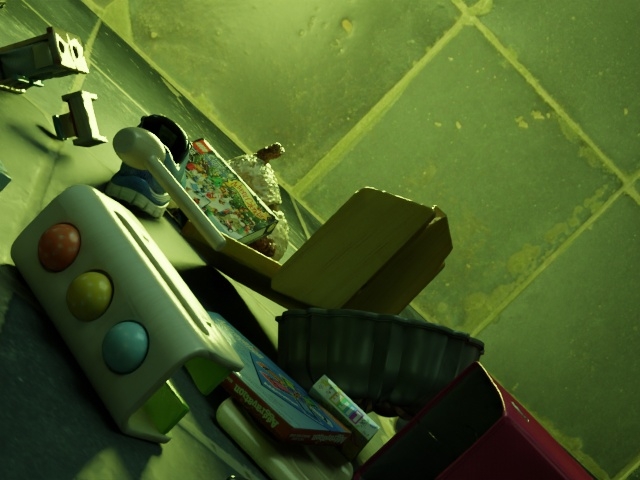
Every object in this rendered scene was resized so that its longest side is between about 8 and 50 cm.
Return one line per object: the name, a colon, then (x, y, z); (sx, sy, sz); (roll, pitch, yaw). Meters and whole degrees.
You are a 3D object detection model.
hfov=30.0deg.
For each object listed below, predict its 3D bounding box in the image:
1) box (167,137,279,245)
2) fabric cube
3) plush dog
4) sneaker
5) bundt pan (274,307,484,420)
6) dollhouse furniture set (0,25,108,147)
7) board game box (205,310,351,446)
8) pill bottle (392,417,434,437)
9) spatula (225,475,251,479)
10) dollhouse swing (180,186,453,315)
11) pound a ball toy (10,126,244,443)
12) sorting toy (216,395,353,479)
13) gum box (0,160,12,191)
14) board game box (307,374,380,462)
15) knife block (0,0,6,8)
box: (-0.211, -0.081, 2.234); (0.233, 0.044, 0.159); (47, 44, 16)
fabric cube: (0.227, 0.365, 1.627); (0.258, 0.259, 0.254); (45, 6, -7)
plush dog: (-0.134, -0.057, 2.416); (0.262, 0.210, 0.225); (-24, 92, -83)
sneaker: (-0.269, -0.136, 2.045); (0.129, 0.147, 0.330); (27, 8, -7)
bundt pan: (0.083, 0.200, 1.841); (0.331, 0.124, 0.331); (9, -14, 2)
dollhouse furniture set: (-0.448, -0.234, 1.939); (0.129, 0.129, 0.184); (-7, 82, -80)
board game box: (-0.096, 0.174, 1.570); (0.281, 0.027, 0.145); (38, 12, 32)
pill bottle: (0.204, 0.367, 2.159); (0.094, 0.094, 0.169); (40, 8, -37)
spatula: (-0.019, 0.314, 1.389); (0.030, 0.084, 0.296); (-5, -22, 38)
dollhouse swing: (0.000, 0.000, 1.998); (0.305, 0.315, 0.347); (43, -5, 18)
pound a ball toy: (-0.206, 0.029, 1.297); (0.319, 0.208, 0.136); (50, 8, 32)
sorting toy: (-0.046, 0.270, 1.552); (0.193, 0.038, 0.208); (45, 11, 4)
gum box: (-0.473, -0.146, 1.454); (0.184, 0.041, 0.157); (51, 9, 37)
board game box: (0.017, 0.255, 1.645); (0.103, 0.026, 0.154); (43, -29, 10)
knife block: (-0.598, -0.399, 2.012); (0.276, 0.088, 0.242); (49, 9, 36)
